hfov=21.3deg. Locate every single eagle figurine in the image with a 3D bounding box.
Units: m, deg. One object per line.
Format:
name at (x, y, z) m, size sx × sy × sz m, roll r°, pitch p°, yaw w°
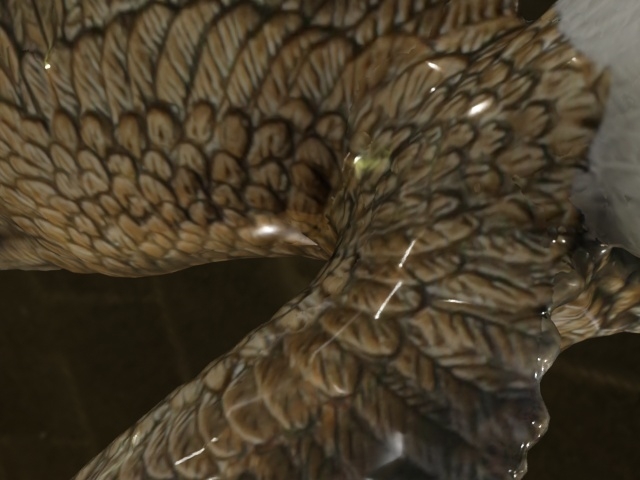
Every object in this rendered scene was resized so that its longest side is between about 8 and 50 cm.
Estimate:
eagle figurine at (0.002, 0.009, 0.432) m, size 0.298 × 0.226 × 0.225 m, roll -10°, pitch 112°, yaw 1°
